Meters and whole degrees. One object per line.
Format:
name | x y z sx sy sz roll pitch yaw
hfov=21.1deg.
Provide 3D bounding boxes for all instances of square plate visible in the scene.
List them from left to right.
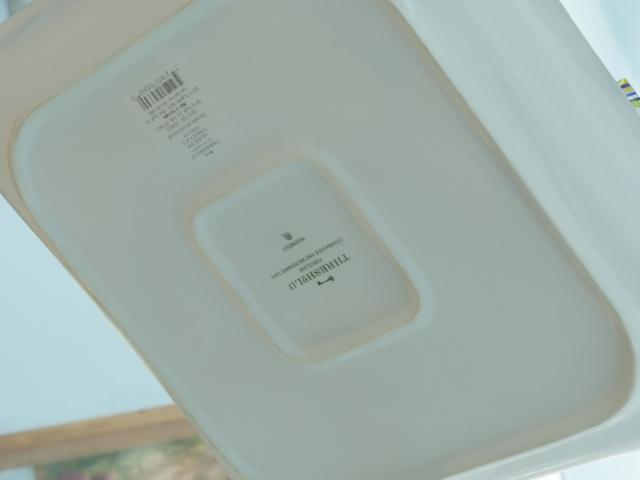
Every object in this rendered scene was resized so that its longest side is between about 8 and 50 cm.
square plate | 0.000 0.000 0.819 0.347 0.049 0.344 -27 -73 41

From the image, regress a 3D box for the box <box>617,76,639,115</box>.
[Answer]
box | 0.118 -0.019 0.959 0.059 0.169 0.054 54 -21 1
